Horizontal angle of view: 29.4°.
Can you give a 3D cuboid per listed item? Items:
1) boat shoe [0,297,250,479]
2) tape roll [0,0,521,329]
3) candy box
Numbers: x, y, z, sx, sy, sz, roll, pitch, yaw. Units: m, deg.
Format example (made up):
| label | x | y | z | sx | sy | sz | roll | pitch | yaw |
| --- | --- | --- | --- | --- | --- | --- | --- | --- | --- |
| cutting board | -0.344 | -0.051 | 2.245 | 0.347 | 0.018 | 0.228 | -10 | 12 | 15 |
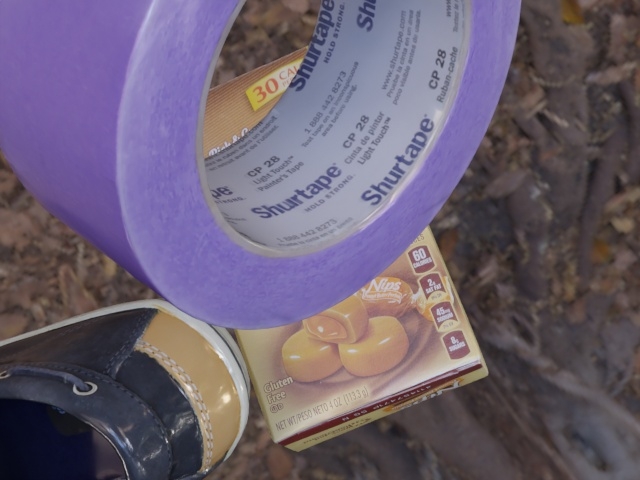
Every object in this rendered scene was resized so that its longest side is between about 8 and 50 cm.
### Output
| label | x | y | z | sx | sy | sz | roll | pitch | yaw |
| --- | --- | --- | --- | --- | --- | --- | --- | --- | --- |
| boat shoe | -0.282 | 0.181 | 0.903 | 0.500 | 0.187 | 0.156 | -21 | -168 | 27 |
| tape roll | -0.018 | -0.069 | 0.437 | 0.189 | 0.080 | 0.189 | -29 | 134 | -35 |
| candy box | 0.000 | 0.000 | 1.052 | 0.183 | 0.316 | 0.087 | -23 | 162 | 5 |
